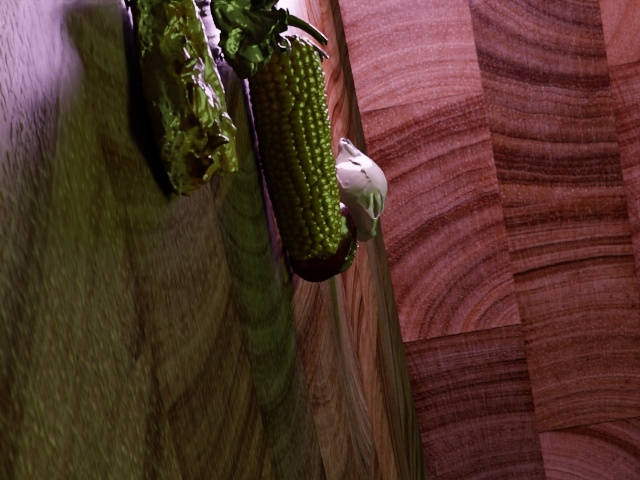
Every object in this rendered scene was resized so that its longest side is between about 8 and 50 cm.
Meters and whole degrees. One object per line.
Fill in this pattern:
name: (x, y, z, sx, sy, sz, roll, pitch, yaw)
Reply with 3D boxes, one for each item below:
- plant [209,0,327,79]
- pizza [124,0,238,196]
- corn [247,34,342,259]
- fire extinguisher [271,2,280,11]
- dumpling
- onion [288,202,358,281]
plant: (-0.055, -0.227, 1.347, 0.104, 0.121, 0.117, -73, 162, -52)
pizza: (-0.101, -0.108, 0.979, 0.161, 0.062, 0.182, -81, 161, -67)
corn: (-0.027, -0.108, 1.508, 0.091, 0.091, 0.260, -10, -90, 55)
fire extinguisher: (-0.071, -0.335, 1.779, 0.038, 0.025, 0.083, 44, 29, -38)
dumpling: (0.049, -0.074, 2.148, 0.127, 0.108, 0.188, 113, -38, -51)
onion: (0.000, 0.000, 1.617, 0.107, 0.097, 0.107, 20, 90, -78)
